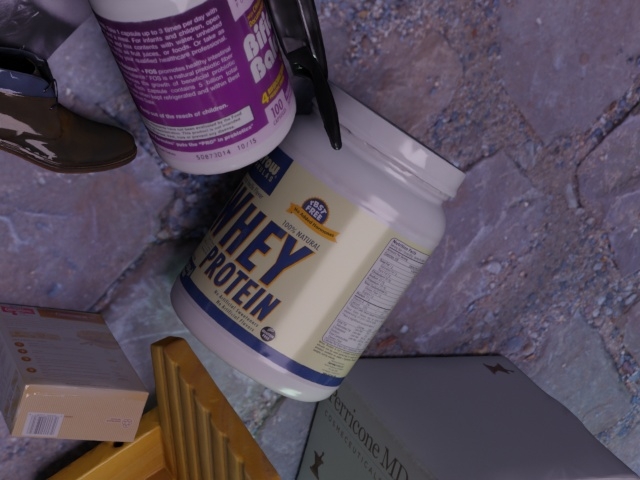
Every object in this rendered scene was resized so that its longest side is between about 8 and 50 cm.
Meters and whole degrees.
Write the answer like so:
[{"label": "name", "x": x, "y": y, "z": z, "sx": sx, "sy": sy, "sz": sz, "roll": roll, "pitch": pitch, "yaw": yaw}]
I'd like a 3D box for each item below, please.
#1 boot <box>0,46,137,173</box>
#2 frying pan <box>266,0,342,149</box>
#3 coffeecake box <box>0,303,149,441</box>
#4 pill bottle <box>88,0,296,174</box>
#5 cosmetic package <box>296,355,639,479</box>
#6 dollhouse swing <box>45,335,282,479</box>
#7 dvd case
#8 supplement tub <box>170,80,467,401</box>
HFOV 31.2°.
[{"label": "boot", "x": -0.285, "y": -0.137, "z": 1.206, "sx": 0.219, "sy": 0.082, "sz": 0.106, "roll": 5, "pitch": 130, "yaw": -30}, {"label": "frying pan", "x": -0.017, "y": -0.206, "z": 1.215, "sx": 0.053, "sy": 0.326, "sz": 0.197, "roll": -13, "pitch": 161, "yaw": 7}, {"label": "coffeecake box", "x": -0.297, "y": 0.147, "z": 1.301, "sx": 0.142, "sy": 0.185, "sz": 0.068, "roll": 9, "pitch": 111, "yaw": -32}, {"label": "pill bottle", "x": -0.139, "y": -0.229, "z": 1.179, "sx": 0.169, "sy": 0.169, "sz": 0.301, "roll": -30, "pitch": 133, "yaw": -12}, {"label": "cosmetic package", "x": 0.172, "y": 0.410, "z": 1.620, "sx": 0.327, "sy": 0.329, "sz": 0.394, "roll": 2, "pitch": 113, "yaw": -30}, {"label": "dollhouse swing", "x": -0.198, "y": 0.343, "z": 1.317, "sx": 0.315, "sy": 0.347, "sz": 0.305, "roll": -33, "pitch": 144, "yaw": -10}, {"label": "dvd case", "x": -0.279, "y": -0.300, "z": 1.173, "sx": 0.221, "sy": 0.018, "sz": 0.164, "roll": -46, "pitch": 128, "yaw": 0}, {"label": "supplement tub", "x": 0.000, "y": 0.000, "z": 1.357, "sx": 0.235, "sy": 0.235, "sz": 0.325, "roll": 28, "pitch": 99, "yaw": -37}]
